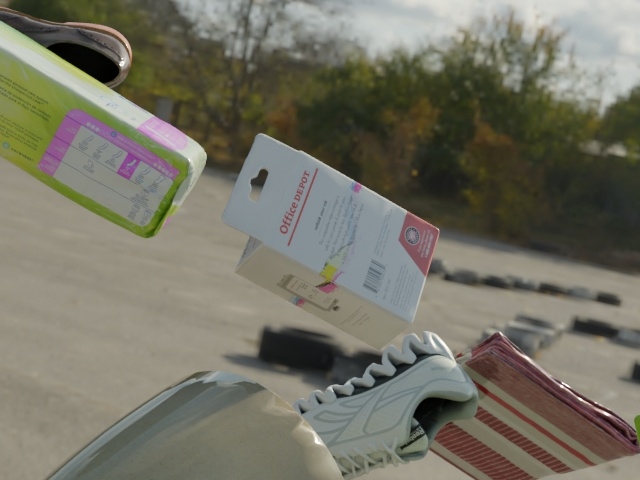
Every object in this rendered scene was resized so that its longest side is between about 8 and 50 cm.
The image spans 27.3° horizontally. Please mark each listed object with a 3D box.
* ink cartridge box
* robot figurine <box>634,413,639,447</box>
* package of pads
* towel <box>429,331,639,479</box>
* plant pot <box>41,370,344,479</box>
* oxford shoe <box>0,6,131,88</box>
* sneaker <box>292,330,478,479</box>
[{"bbox_3d":[0.000,0.000,1.213,0.198,0.115,0.067,30,-36,-12],"label":"ink cartridge box"},{"bbox_3d":[0.342,0.170,1.217,0.101,0.067,0.115,-10,-43,9],"label":"robot figurine"},{"bbox_3d":[-0.268,-0.122,1.382,0.296,0.101,0.229,31,7,-6],"label":"package of pads"},{"bbox_3d":[0.225,0.229,1.690,0.237,0.037,0.329,36,-29,-12],"label":"towel"},{"bbox_3d":[-0.149,0.263,1.026,0.256,0.256,0.274,14,21,36],"label":"plant pot"},{"bbox_3d":[-0.360,-0.221,1.556,0.271,0.097,0.098,-1,19,-7],"label":"oxford shoe"},{"bbox_3d":[0.049,0.219,1.500,0.118,0.292,0.110,45,-17,43],"label":"sneaker"}]
